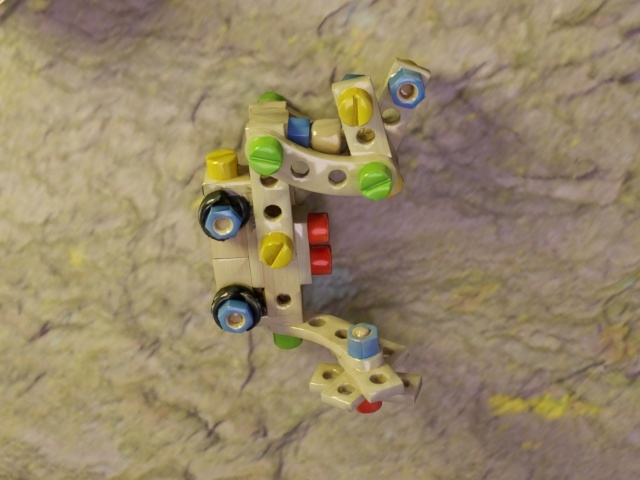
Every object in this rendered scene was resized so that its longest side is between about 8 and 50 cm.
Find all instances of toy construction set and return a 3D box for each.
[{"bbox_3d":[0.000,0.000,1.042,0.215,0.151,0.327,-4,105,2],"label":"toy construction set"}]

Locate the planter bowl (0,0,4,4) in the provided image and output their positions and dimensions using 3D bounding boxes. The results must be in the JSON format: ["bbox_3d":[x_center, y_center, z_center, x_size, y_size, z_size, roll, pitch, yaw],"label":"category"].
[{"bbox_3d":[-0.304,-0.270,0.921,0.162,0.109,0.162,0,116,0],"label":"planter bowl"}]
